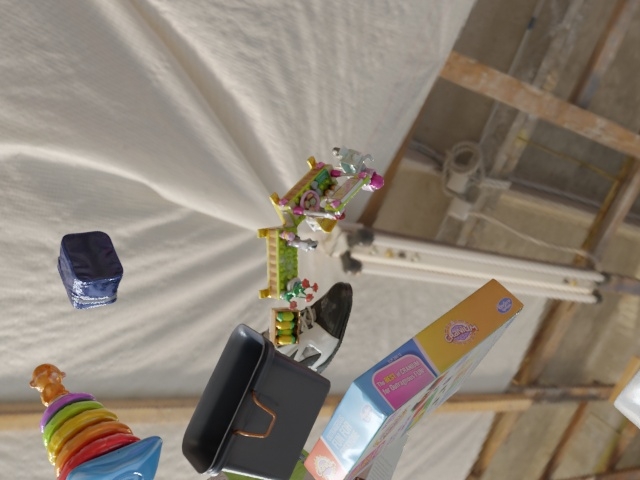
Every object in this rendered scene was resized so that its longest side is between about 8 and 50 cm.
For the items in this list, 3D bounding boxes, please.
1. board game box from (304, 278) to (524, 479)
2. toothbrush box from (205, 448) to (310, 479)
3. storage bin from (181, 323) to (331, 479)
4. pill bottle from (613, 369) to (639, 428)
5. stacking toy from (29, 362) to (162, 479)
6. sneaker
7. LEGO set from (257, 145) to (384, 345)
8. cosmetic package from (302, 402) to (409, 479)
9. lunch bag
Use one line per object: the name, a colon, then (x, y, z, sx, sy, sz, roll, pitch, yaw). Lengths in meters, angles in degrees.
board game box: (0.136, 0.210, 1.207, 0.317, 0.064, 0.242, -29, -25, -38)
toothbrush box: (-0.077, 0.554, 1.745, 0.206, 0.283, 0.122, -33, -56, -26)
storage bin: (-0.052, 0.160, 0.775, 0.091, 0.098, 0.135, 26, -94, -26)
pill bottle: (0.486, 0.221, 0.806, 0.204, 0.361, 0.204, -38, -25, -21)
stacking toy: (-0.422, 0.324, 1.433, 0.175, 0.302, 0.165, -16, -42, -40)
sneaker: (-0.060, 0.203, 1.609, 0.146, 0.122, 0.330, 28, -71, -16)
LEGO set: (0.000, 0.000, 1.077, 0.132, 0.107, 0.286, 38, -111, -42)
cosmetic package: (0.045, 0.394, 1.375, 0.085, 0.117, 0.231, 53, -127, -43)
lunch bag: (-0.302, 0.038, 1.076, 0.067, 0.098, 0.065, -6, -41, -32)
